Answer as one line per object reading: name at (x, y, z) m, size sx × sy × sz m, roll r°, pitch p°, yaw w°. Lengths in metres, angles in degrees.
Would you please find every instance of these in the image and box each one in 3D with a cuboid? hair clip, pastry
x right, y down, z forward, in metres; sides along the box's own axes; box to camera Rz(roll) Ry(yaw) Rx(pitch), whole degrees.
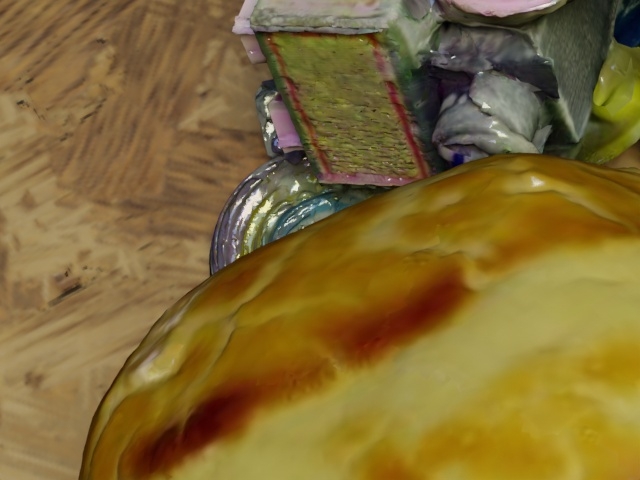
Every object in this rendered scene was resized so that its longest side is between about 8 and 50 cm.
hair clip at (0.000, 0.000, 0.972) m, size 0.116 × 0.049 × 0.172 m, roll -16°, pitch 70°, yaw 12°
pastry at (0.082, 0.128, 0.707) m, size 0.389 × 0.388 × 0.312 m, roll -27°, pitch 82°, yaw -8°

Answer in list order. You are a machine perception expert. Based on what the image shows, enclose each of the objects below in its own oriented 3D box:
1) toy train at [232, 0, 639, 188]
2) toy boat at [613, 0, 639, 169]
toy train at (0.078, -0.140, 0.914) m, size 0.177 × 0.134 × 0.261 m, roll 5°, pitch 53°, yaw 24°
toy boat at (0.210, -0.019, 0.951) m, size 0.291 × 0.067 × 0.220 m, roll 28°, pitch 69°, yaw 15°
